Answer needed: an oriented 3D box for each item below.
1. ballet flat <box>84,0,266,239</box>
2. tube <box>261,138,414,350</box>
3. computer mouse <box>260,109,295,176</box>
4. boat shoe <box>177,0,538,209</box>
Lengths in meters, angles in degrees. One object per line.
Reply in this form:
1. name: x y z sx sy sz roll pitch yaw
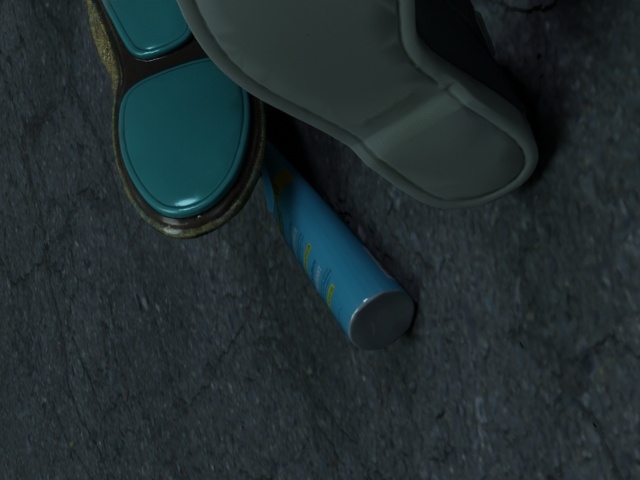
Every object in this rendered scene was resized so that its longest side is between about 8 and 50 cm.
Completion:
1. ballet flat: -0.109 -0.111 1.223 0.123 0.123 0.348 109 150 -42
2. tube: 0.000 0.000 1.151 0.207 0.052 0.080 -128 28 -47
3. computer mouse: -0.030 -0.121 1.171 0.071 0.041 0.242 64 149 26
4. boat shoe: 0.016 -0.129 0.855 0.116 0.319 0.099 -27 50 22
